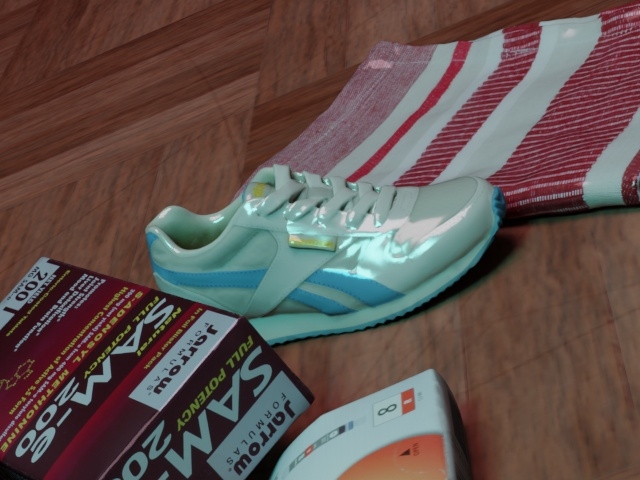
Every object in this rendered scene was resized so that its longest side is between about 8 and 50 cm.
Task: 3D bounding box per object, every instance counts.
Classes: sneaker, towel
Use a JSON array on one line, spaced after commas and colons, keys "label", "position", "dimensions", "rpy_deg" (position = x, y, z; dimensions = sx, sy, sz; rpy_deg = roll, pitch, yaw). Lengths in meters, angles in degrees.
[{"label": "sneaker", "position": [0.000, 0.000, 1.055], "dimensions": [0.228, 0.092, 0.087], "rpy_deg": [-17, 24, 20]}, {"label": "towel", "position": [0.113, -0.084, 1.180], "dimensions": [0.329, 0.037, 0.237], "rpy_deg": [-5, 33, 40]}]

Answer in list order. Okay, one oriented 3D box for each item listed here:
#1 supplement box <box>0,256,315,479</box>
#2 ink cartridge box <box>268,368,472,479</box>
[{"label": "supplement box", "position": [-0.125, 0.091, 0.971], "dimensions": [0.130, 0.073, 0.239], "rpy_deg": [-50, 31, -19]}, {"label": "ink cartridge box", "position": [-0.013, 0.141, 0.844], "dimensions": [0.179, 0.045, 0.145], "rpy_deg": [-20, 24, 9]}]
